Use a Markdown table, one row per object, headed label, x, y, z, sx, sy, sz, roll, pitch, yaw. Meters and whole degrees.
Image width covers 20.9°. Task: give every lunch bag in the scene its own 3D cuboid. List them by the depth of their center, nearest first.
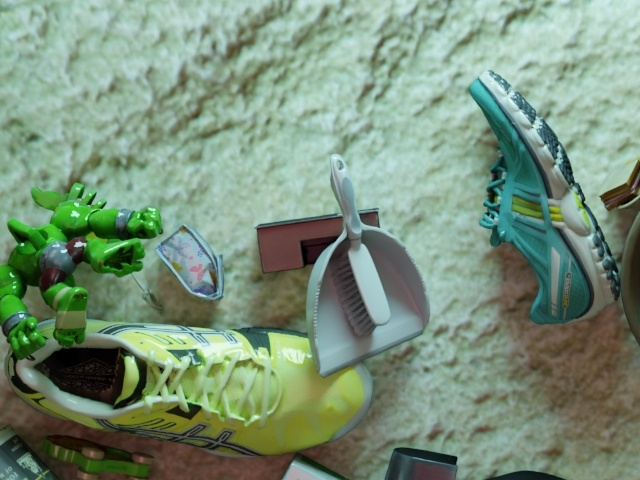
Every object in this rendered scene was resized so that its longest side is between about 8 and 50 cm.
| label | x | y | z | sx | sy | sz | roll | pitch | yaw |
| --- | --- | --- | --- | --- | --- | --- | --- | --- | --- |
| lunch bag | -0.128 | 0.026 | 1.815 | 0.053 | 0.071 | 0.083 | -37 | 87 | 0 |

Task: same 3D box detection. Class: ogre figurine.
| label | x | y | z | sx | sy | sz | roll | pitch | yaw |
| --- | --- | --- | --- | --- | --- | --- | --- | --- | --- |
| ogre figurine | -0.258 | 0.025 | 1.740 | 0.118 | 0.097 | 0.197 | 29 | 85 | 37 |

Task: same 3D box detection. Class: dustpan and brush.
| label | x | y | z | sx | sy | sz | roll | pitch | yaw |
| --- | --- | --- | --- | --- | --- | --- | --- | --- | --- |
| dustpan and brush | 0.035 | 0.017 | 1.756 | 0.147 | 0.060 | 0.211 | -21 | 95 | -30 |

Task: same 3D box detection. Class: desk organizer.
| label | x | y | z | sx | sy | sz | roll | pitch | yaw |
| --- | --- | --- | --- | --- | --- | --- | --- | --- | --- |
| desk organizer | 0.000 | 0.000 | 1.818 | 0.130 | 0.047 | 0.050 | -8 | 94 | 4 |

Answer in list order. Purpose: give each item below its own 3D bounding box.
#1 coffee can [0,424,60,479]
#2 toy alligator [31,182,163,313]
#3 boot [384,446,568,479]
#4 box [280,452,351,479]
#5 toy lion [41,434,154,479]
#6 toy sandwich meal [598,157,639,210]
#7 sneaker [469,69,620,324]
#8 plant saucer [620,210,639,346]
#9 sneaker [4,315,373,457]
| label | x | y | z | sx | sy | sz | roll | pitch | yaw |
| --- | --- | --- | --- | --- | --- | --- | --- | --- | --- |
| coffee can | -0.300 | 0.356 | 1.774 | 0.201 | 0.201 | 0.275 | -43 | 89 | 4 |
| toy alligator | -0.221 | -0.004 | 1.827 | 0.189 | 0.056 | 0.051 | 42 | 94 | 1 |
| boot | 0.170 | 0.376 | 1.796 | 0.264 | 0.096 | 0.281 | 10 | 94 | 3 |
| box | -0.007 | 0.291 | 1.808 | 0.101 | 0.087 | 0.102 | 28 | 94 | 2 |
| toy lion | -0.239 | 0.226 | 1.829 | 0.100 | 0.096 | 0.034 | 12 | 94 | -37 |
| toy sandwich meal | 0.322 | -0.065 | 1.778 | 0.029 | 0.085 | 0.085 | 40 | 94 | -9 |
| sneaker | 0.211 | -0.042 | 1.778 | 0.110 | 0.107 | 0.275 | -23 | 90 | 14 |
| plant saucer | 0.443 | 0.033 | 1.768 | 0.277 | 0.041 | 0.278 | 1 | 105 | 3 |
| sneaker | -0.138 | 0.157 | 1.783 | 0.384 | 0.147 | 0.145 | 2 | 91 | 2 |
